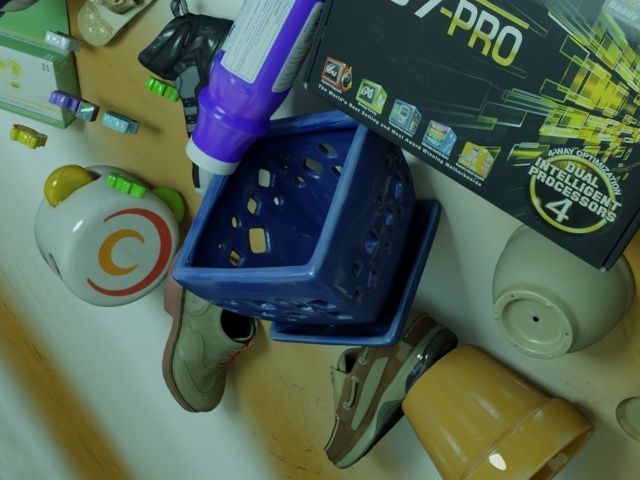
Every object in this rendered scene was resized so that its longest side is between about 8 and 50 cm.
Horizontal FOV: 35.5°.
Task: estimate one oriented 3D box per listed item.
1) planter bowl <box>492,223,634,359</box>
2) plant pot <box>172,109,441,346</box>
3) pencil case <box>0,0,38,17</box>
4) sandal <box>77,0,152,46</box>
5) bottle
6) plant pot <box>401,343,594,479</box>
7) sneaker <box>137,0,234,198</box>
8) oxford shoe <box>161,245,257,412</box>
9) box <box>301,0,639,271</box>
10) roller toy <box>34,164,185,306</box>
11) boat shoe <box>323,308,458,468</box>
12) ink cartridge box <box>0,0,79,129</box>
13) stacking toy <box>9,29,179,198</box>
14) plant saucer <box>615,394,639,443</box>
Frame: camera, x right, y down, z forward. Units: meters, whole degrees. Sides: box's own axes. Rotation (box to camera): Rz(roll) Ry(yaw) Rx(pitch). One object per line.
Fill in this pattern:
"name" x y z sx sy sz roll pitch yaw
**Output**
"planter bowl" 0.264 0.069 1.153 0.162 0.109 0.162 23 135 25
"plant pot" 0.000 0.000 1.213 0.236 0.236 0.212 -4 145 41
"pencil case" -0.297 -0.393 1.177 0.410 0.183 0.160 -11 115 40
"sandal" -0.278 -0.322 1.310 0.088 0.079 0.240 48 139 -3
"bottle" -0.069 -0.205 1.139 0.092 0.118 0.283 30 117 -1
"plant pot" 0.213 0.243 1.290 0.188 0.205 0.205 46 142 24
"sneaker" -0.159 -0.188 1.310 0.153 0.101 0.269 31 132 17
"oxford shoe" -0.170 0.165 1.591 0.130 0.123 0.348 20 135 19
"box" 0.195 -0.196 0.989 0.395 0.097 0.318 35 132 15
"roller toy" -0.326 -0.010 1.504 0.146 0.209 0.191 36 112 46
"boat shoe" 0.078 0.200 1.424 0.120 0.122 0.324 41 132 13
"ink cartridge box" -0.449 -0.295 1.483 0.171 0.056 0.235 19 135 18
"stacking toy" -0.318 -0.180 1.413 0.221 0.052 0.167 25 103 6
"plant saucer" 0.406 0.219 1.229 0.083 0.015 0.083 23 135 24
